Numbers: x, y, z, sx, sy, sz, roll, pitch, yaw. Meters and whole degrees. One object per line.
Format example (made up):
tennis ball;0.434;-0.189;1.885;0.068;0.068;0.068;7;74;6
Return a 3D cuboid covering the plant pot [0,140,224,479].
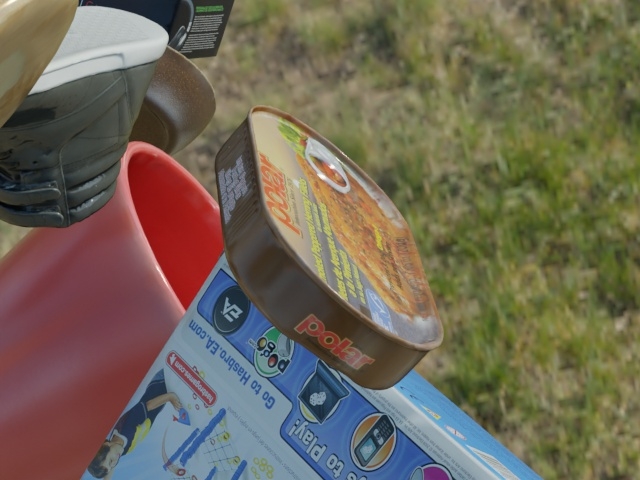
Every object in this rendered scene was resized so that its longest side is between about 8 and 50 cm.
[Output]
plant pot;-0.188;0.090;1.482;0.243;0.275;0.275;-31;45;13

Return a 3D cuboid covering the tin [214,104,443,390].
tin;0.000;0.000;0.784;0.040;0.106;0.190;-44;23;16

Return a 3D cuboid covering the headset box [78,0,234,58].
headset box;-0.207;-0.392;2.002;0.246;0.283;0.131;29;20;20

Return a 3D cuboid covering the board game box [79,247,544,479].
board game box;-0.034;0.204;1.032;0.302;0.086;0.308;-57;42;6

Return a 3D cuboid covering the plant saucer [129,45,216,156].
plant saucer;-0.263;-0.139;1.720;0.310;0.310;0.050;0;67;18

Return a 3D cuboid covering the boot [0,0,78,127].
boot;-0.262;-0.071;0.639;0.295;0.104;0.211;-39;78;-7

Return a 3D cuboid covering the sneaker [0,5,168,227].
sneaker;-0.219;-0.067;1.132;0.104;0.147;0.295;26;25;27
